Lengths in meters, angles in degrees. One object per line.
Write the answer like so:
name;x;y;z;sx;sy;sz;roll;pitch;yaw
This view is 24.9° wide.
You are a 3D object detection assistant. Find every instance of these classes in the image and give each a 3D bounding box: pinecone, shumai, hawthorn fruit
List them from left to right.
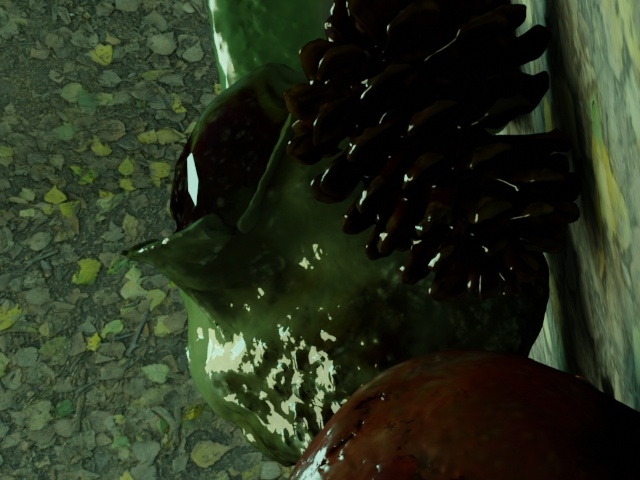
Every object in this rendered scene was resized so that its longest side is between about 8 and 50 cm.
shumai;0.000;0.000;1.426;0.348;0.395;0.395;58;-170;-17
pinecone;0.106;-0.081;1.197;0.246;0.246;0.292;75;169;-62
hawthorn fruit;0.119;0.220;1.022;0.316;0.315;0.316;-10;-90;-87

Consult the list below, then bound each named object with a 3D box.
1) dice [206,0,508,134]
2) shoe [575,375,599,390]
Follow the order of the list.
dice;0.043;-0.255;1.660;0.330;0.318;0.322;-56;-43;-86
shoe;0.231;0.209;1.263;0.077;0.074;0.195;-38;-58;-73
